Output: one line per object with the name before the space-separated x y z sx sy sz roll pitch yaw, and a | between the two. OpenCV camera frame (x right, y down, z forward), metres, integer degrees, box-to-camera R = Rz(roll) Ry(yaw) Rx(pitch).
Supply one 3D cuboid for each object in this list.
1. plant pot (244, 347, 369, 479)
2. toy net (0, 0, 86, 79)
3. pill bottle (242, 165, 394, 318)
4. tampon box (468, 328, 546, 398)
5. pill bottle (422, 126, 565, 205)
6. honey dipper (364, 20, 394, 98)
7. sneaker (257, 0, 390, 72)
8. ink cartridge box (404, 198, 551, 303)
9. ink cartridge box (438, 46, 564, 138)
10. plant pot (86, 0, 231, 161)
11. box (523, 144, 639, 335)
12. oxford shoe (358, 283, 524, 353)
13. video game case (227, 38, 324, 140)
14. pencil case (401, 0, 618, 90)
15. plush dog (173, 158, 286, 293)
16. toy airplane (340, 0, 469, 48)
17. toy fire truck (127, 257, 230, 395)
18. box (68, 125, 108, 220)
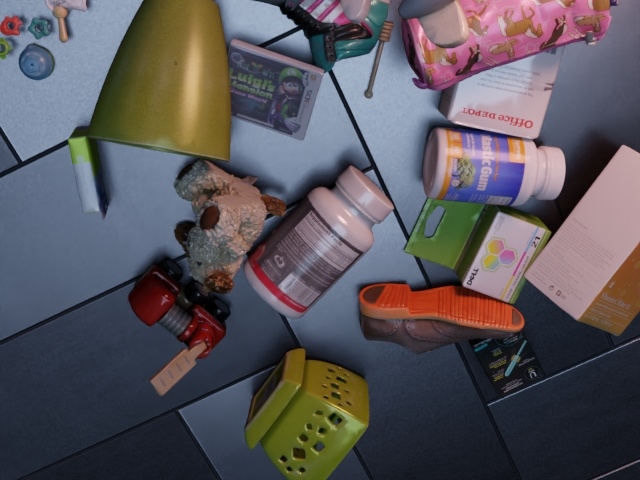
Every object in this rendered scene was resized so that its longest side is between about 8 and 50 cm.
plant pot | -0.037 0.389 1.872 0.207 0.228 0.227 34 104 -7
toy net | -0.543 -0.431 1.629 0.122 0.045 0.232 34 103 -13
pill bottle | 0.000 0.000 1.751 0.176 0.176 0.318 41 102 -16
tampon box | 0.423 0.256 1.914 0.120 0.101 0.161 -28 110 5
pill bottle | 0.361 -0.151 1.735 0.272 0.152 0.152 4 110 -5
honey dipper | 0.116 -0.370 1.706 0.030 0.030 0.160 12 113 -8
sneaker | -0.016 -0.419 1.633 0.296 0.124 0.178 5 100 -7
ink cartridge box | 0.340 0.005 1.820 0.255 0.097 0.188 19 108 -12
ink cartridge box | 0.371 -0.363 1.678 0.198 0.115 0.272 10 108 -7
plant pot | -0.287 -0.318 1.591 0.275 0.275 0.293 9 93 -7
box | 0.638 0.007 1.762 0.215 0.168 0.345 19 111 -44
oxford shoe | 0.267 0.184 1.857 0.364 0.130 0.132 7 121 13
video game case | -0.104 -0.299 1.665 0.190 0.022 0.173 19 133 0
pencil case | 0.336 -0.401 1.522 0.386 0.167 0.160 -17 139 3
plush dog | -0.206 -0.011 1.727 0.211 0.262 0.225 13 117 -34
toy airplane | 0.155 -0.549 1.417 0.386 0.272 0.384 27 82 19
toy fire truck | -0.317 0.188 1.760 0.217 0.246 0.158 42 102 -17
box | -0.475 -0.137 1.703 0.042 0.109 0.178 -7 110 -5
